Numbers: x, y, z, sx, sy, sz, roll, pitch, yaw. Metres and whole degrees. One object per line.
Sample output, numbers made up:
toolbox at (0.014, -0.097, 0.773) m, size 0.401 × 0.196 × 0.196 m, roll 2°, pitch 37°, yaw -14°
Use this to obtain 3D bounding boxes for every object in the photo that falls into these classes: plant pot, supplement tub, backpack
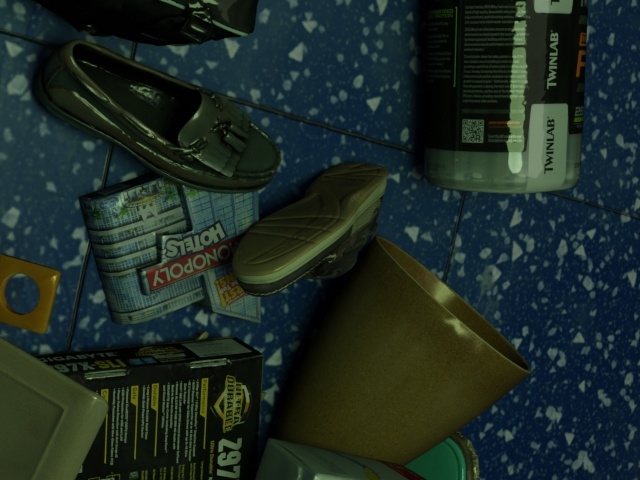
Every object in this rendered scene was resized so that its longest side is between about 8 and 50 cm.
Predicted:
plant pot at (0.071, 0.164, 1.365) m, size 0.237 × 0.237 × 0.254 m, roll 37°, pitch 98°, yaw -33°
supplement tub at (0.222, -0.220, 1.417) m, size 0.194 × 0.194 × 0.316 m, roll -6°, pitch 101°, yaw -34°
backpack at (-0.174, -0.275, 1.098) m, size 0.225 × 0.253 × 0.191 m, roll 19°, pitch 82°, yaw -24°

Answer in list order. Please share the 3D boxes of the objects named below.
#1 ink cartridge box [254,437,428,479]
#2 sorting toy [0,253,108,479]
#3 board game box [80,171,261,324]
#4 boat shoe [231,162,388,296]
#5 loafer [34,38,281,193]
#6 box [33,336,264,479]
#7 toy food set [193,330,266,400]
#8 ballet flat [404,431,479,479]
ink cartridge box at (0.023, 0.296, 1.225) m, size 0.176 × 0.127 × 0.128 m, roll 17°, pitch 91°, yaw -27°
sorting toy at (-0.317, 0.181, 1.128) m, size 0.196 × 0.047 × 0.347 m, roll 28°, pitch 98°, yaw 8°
board game box at (-0.141, 0.016, 1.283) m, size 0.194 × 0.060 × 0.194 m, roll -23°, pitch 109°, yaw -30°
boat shoe at (0.000, 0.000, 1.316) m, size 0.285 × 0.103 × 0.092 m, roll -46°, pitch 133°, yaw -53°
loafer at (-0.154, -0.124, 1.193) m, size 0.268 × 0.084 × 0.096 m, roll 21°, pitch 63°, yaw -20°
box at (-0.197, 0.276, 1.261) m, size 0.257 × 0.079 × 0.322 m, roll -4°, pitch 103°, yaw -34°
toy food set at (-0.121, 0.162, 1.344) m, size 0.078 × 0.019 × 0.122 m, roll -47°, pitch 121°, yaw -20°
ballet flat at (0.072, 0.457, 1.464) m, size 0.182 × 0.164 × 0.482 m, roll 33°, pitch 83°, yaw -56°
